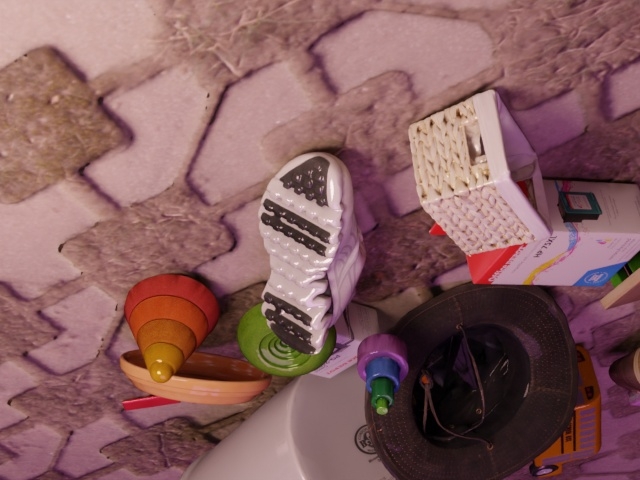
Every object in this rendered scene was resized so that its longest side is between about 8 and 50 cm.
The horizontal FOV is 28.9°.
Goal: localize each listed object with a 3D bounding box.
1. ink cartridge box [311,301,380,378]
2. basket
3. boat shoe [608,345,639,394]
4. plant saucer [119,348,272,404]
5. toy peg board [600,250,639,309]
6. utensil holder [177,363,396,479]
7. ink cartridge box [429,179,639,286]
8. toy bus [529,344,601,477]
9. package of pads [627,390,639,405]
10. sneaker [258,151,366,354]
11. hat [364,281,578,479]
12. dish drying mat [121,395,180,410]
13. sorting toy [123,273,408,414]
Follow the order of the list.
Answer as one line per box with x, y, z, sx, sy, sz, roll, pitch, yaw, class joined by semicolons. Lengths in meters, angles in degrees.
-0.007;0.126;1.667;0.150;0.063;0.109;19;139;-40;ink cartridge box
0.171;-0.067;1.332;0.103;0.113;0.167;-16;151;19;basket
0.617;0.224;2.014;0.342;0.123;0.123;7;161;-28;boat shoe
-0.164;0.179;1.625;0.200;0.037;0.200;8;-175;-1;plant saucer
0.451;0.006;1.611;0.161;0.079;0.161;-12;157;-30;toy peg board
-0.010;0.383;1.875;0.328;0.327;0.385;8;144;-30;utensil holder
0.264;-0.008;1.500;0.231;0.078;0.134;1;149;-19;ink cartridge box
0.391;0.290;2.052;0.130;0.108;0.332;-15;151;5;toy bus
0.578;0.264;2.145;0.083;0.032;0.050;4;151;-24;package of pads
0.000;0.000;1.423;0.118;0.110;0.292;-39;153;-33;sneaker
0.196;0.194;1.757;0.331;0.331;0.134;1;-171;-20;hat
-0.252;0.240;1.851;0.083;0.008;0.032;-8;151;-2;dish drying mat
-0.068;0.150;1.528;0.366;0.126;0.127;12;129;-8;sorting toy
